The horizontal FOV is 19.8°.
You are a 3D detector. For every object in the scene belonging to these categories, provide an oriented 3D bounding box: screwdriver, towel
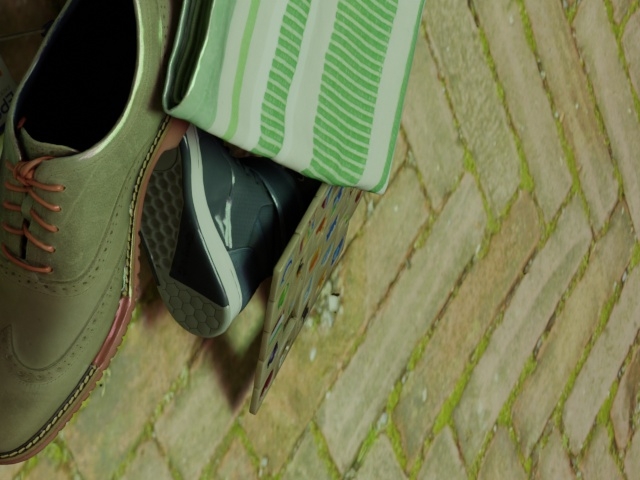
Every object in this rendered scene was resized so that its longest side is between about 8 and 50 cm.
[{"bbox_3d":[-0.202,-0.141,1.277,0.170,0.024,0.025,-28,88,-48],"label":"screwdriver"},{"bbox_3d":[0.001,-0.173,1.306,0.325,0.038,0.248,22,80,-65],"label":"towel"}]

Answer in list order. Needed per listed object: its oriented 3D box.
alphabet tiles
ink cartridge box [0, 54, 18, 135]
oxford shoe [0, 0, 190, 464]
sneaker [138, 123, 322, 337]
[{"bbox_3d":[0.000,0.000,1.500,0.198,0.009,0.237,101,13,-51],"label":"alphabet tiles"},{"bbox_3d":[-0.298,-0.110,1.120,0.223,0.045,0.224,-51,134,-37],"label":"ink cartridge box"},{"bbox_3d":[-0.180,-0.023,1.193,0.130,0.123,0.348,20,88,-72],"label":"oxford shoe"},{"bbox_3d":[-0.080,-0.063,1.407,0.163,0.086,0.226,-42,126,-46],"label":"sneaker"}]
